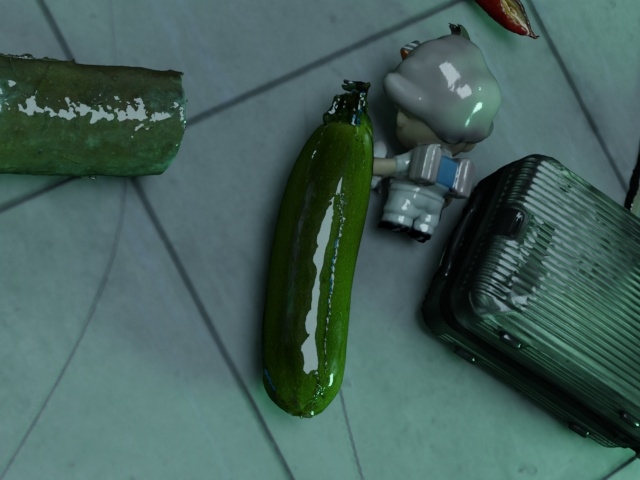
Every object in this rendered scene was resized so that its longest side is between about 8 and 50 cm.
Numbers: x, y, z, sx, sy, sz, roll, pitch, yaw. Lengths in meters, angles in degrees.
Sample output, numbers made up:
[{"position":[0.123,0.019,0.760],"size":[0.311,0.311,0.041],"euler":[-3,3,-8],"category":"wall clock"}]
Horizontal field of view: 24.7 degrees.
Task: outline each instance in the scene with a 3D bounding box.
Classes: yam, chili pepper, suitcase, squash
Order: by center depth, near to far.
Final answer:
[{"position":[-0.243,-0.106,1.249],"size":[0.259,0.106,0.106],"euler":[2,77,-25],"category":"yam"},{"position":[0.000,0.000,1.350],"size":[0.087,0.087,0.331],"euler":[17,74,-21],"category":"squash"},{"position":[0.264,0.068,1.436],"size":[0.312,0.128,0.202],"euler":[34,64,-15],"category":"suitcase"},{"position":[0.133,-0.308,1.506],"size":[0.059,0.050,0.268],"euler":[-44,100,-6],"category":"chili pepper"}]

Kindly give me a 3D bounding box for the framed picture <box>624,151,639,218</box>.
[{"position":[0.433,-0.074,1.615],"size":[0.192,0.018,0.265],"euler":[25,69,-18],"category":"framed picture"}]

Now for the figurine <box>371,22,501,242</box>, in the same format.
[{"position":[0.112,-0.113,1.423],"size":[0.137,0.112,0.229],"euler":[20,80,-25],"category":"figurine"}]
